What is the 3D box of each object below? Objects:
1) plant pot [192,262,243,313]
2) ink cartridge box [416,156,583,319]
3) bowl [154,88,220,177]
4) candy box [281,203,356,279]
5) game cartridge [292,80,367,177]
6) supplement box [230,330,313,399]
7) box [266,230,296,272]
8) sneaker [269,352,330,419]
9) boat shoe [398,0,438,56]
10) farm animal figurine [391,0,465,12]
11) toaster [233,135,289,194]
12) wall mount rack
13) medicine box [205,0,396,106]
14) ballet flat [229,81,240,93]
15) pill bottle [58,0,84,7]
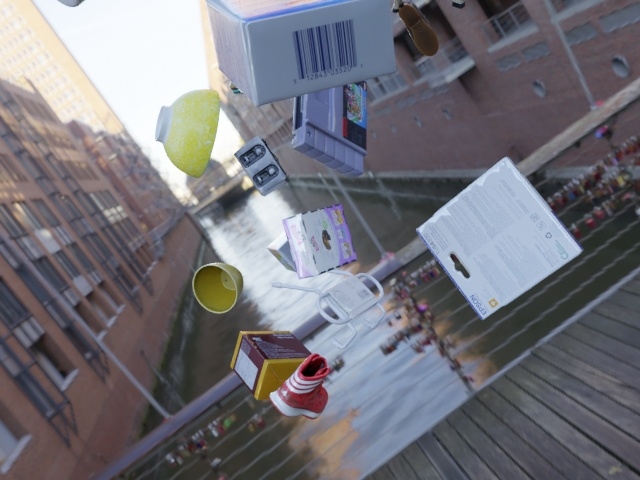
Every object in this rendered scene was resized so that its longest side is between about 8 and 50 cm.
[{"bbox_3d":[-0.258,0.115,1.747,0.134,0.134,0.095,-30,2,27],"label":"plant pot"},{"bbox_3d":[0.487,-0.004,1.818,0.330,0.324,0.071,-41,-15,26],"label":"ink cartridge box"},{"bbox_3d":[-0.433,-0.353,2.073,0.289,0.156,0.289,-39,46,55],"label":"bowl"},{"bbox_3d":[0.000,0.000,1.733,0.070,0.165,0.196,-15,1,35],"label":"candy box"},{"bbox_3d":[0.031,-0.360,1.712,0.068,0.230,0.355,-22,59,45],"label":"game cartridge"},{"bbox_3d":[-0.145,0.384,2.050,0.191,0.129,0.194,5,20,-36],"label":"supplement box"},{"bbox_3d":[-0.096,0.033,2.239,0.103,0.114,0.203,-44,11,-10],"label":"box"},{"bbox_3d":[-0.008,0.307,1.391,0.128,0.087,0.221,-47,-19,10],"label":"sneaker"},{"bbox_3d":[0.309,-0.678,2.071,0.073,0.207,0.073,-26,37,19],"label":"boat shoe"},{"bbox_3d":[0.271,-0.700,1.637,0.172,0.327,0.330,86,-153,-52],"label":"farm animal figurine"},{"bbox_3d":[-0.188,-0.241,2.139,0.110,0.168,0.186,-33,1,2],"label":"toaster"},{"bbox_3d":[0.035,0.175,2.042,0.130,0.304,0.350,-53,-17,30],"label":"wall mount rack"},{"bbox_3d":[-0.045,-0.379,1.198,0.263,0.149,0.289,-17,33,-14],"label":"medicine box"},{"bbox_3d":[-0.202,-0.561,2.242,0.123,0.123,0.348,-39,30,-25],"label":"ballet flat"},{"bbox_3d":[-0.721,-0.924,2.083,0.361,0.204,0.204,-52,16,-25],"label":"pill bottle"}]
